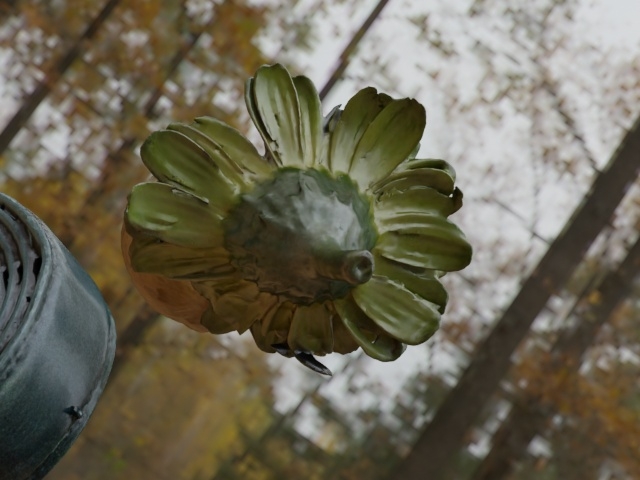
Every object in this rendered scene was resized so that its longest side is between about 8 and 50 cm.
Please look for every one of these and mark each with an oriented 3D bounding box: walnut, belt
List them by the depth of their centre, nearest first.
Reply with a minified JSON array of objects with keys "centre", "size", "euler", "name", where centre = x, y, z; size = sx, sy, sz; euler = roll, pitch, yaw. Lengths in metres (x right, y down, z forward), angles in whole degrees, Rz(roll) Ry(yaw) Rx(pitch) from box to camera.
[{"centre":[-0.250,0.059,1.068],"size":[0.267,0.206,0.116],"euler":[23,-25,43],"name":"belt"},{"centre":[-0.132,0.009,2.033],"size":[0.195,0.195,0.222],"euler":[44,14,-36],"name":"walnut"}]

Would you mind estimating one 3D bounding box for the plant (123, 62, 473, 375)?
[{"centre":[-0.005,0.021,1.568],"size":[0.297,0.305,0.261],"euler":[-119,-160,-45],"name":"plant"}]
